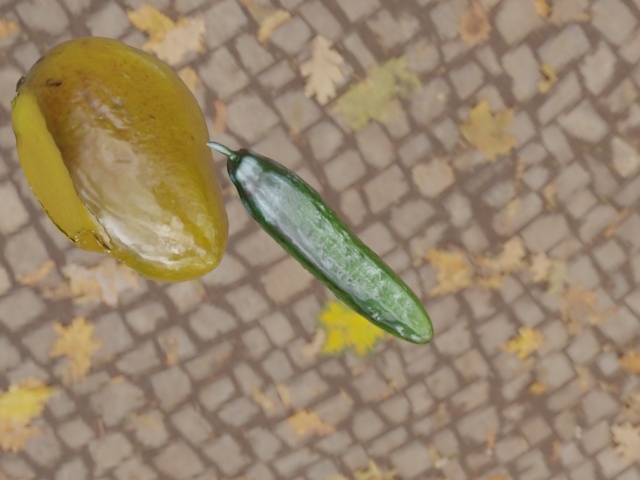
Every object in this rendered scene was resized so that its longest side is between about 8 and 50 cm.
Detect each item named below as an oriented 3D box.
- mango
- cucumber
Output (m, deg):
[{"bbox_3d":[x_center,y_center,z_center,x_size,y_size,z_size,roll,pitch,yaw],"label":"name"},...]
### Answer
[{"bbox_3d":[-0.175,-0.070,1.398,0.167,0.262,0.130,-17,154,-18],"label":"mango"},{"bbox_3d":[0.000,0.000,1.283,0.056,0.056,0.250,-43,103,9],"label":"cucumber"}]
